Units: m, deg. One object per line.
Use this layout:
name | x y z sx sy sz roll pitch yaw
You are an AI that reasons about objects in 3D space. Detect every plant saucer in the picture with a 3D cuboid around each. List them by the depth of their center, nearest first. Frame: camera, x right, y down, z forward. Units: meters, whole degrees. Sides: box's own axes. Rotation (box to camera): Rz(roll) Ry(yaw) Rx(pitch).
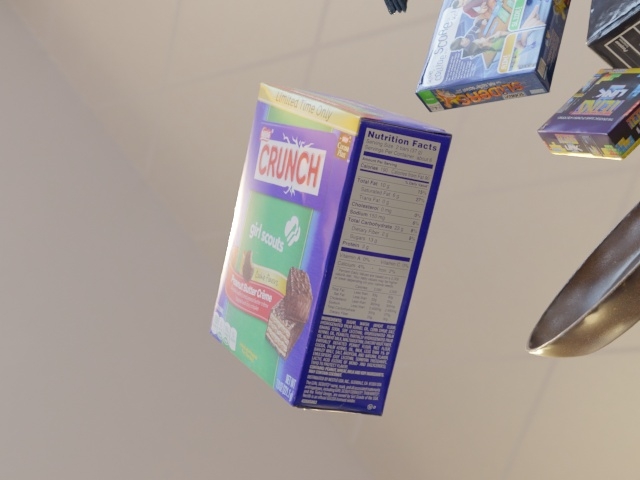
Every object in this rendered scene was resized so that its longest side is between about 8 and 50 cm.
plant saucer | 0.326 0.011 1.261 0.050 0.310 0.310 43 -140 2

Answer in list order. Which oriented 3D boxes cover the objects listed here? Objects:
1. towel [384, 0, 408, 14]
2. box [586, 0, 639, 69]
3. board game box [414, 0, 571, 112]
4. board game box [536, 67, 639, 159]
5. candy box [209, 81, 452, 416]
towel | 0.132 -0.431 2.087 0.067 0.029 0.119 60 -142 -35
box | 0.603 -0.330 1.868 0.296 0.294 0.183 36 -136 -21
board game box | 0.182 -0.226 1.274 0.035 0.136 0.201 45 -128 -40
board game box | 0.399 -0.176 1.733 0.141 0.170 0.048 -42 -70 -14
candy box | 0.000 0.000 1.417 0.122 0.317 0.268 10 -171 -27
